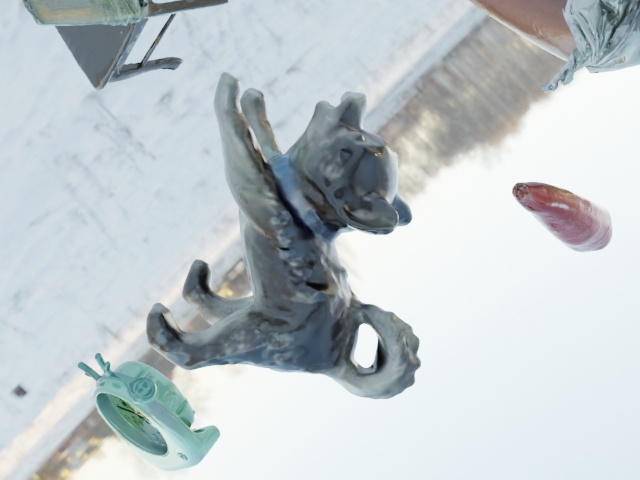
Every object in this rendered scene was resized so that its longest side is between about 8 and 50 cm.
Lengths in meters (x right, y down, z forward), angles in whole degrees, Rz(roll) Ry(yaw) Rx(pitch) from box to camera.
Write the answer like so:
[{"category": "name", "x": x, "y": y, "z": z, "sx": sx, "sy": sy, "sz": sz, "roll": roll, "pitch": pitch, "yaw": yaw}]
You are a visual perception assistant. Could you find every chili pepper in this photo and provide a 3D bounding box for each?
[{"category": "chili pepper", "x": 0.298, "y": -0.025, "z": 1.236, "sx": 0.071, "sy": 0.063, "sz": 0.272, "roll": -12, "pitch": 163, "yaw": 30}]

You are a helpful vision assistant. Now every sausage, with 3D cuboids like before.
[{"category": "sausage", "x": 0.195, "y": -0.228, "z": 0.967, "sx": 0.077, "sy": 0.194, "sz": 0.077, "roll": -40, "pitch": 155, "yaw": -23}]

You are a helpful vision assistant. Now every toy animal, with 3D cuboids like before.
[{"category": "toy animal", "x": 0.000, "y": 0.000, "z": 1.186, "sx": 0.194, "sy": 0.303, "sz": 0.344, "roll": -29, "pitch": 137, "yaw": -82}]

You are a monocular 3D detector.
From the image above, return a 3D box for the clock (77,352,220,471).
[{"category": "clock", "x": -0.248, "y": 0.232, "z": 1.460, "sx": 0.159, "sy": 0.211, "sz": 0.066, "roll": -24, "pitch": -159, "yaw": 53}]

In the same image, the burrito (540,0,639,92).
[{"category": "burrito", "x": 0.304, "y": -0.269, "z": 0.706, "sx": 0.445, "sy": 0.139, "sz": 0.101, "roll": -55, "pitch": 176, "yaw": 5}]

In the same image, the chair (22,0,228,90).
[{"category": "chair", "x": -0.297, "y": -0.303, "z": 1.353, "sx": 0.319, "sy": 0.160, "sz": 0.186, "roll": -22, "pitch": 166, "yaw": -45}]
